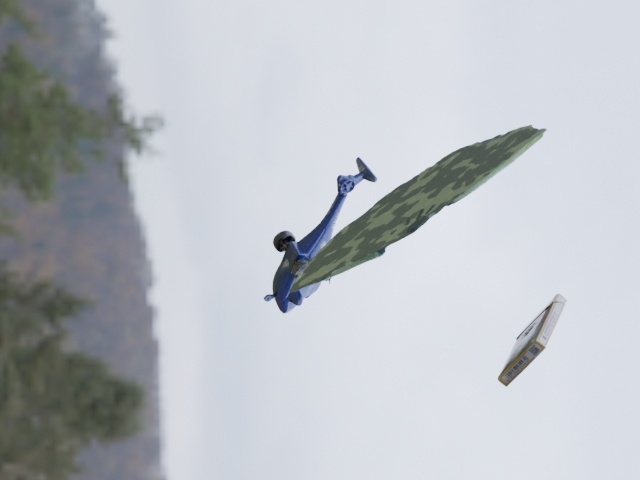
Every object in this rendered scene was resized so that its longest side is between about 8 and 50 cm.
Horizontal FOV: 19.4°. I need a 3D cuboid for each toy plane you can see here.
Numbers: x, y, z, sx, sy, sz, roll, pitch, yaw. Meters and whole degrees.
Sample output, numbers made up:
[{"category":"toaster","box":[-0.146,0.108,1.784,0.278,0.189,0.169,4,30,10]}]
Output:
[{"category":"toy plane","box":[0.000,0.000,1.705,0.054,0.062,0.167,55,-52,43]}]

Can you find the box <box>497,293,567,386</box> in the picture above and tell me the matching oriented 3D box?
[{"category":"box","box":[0.154,0.072,1.360,0.046,0.012,0.083,-50,-179,29]}]

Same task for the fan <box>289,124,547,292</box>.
[{"category":"fan","box":[0.076,-0.029,1.456,0.009,0.240,0.131,52,17,-17]}]
